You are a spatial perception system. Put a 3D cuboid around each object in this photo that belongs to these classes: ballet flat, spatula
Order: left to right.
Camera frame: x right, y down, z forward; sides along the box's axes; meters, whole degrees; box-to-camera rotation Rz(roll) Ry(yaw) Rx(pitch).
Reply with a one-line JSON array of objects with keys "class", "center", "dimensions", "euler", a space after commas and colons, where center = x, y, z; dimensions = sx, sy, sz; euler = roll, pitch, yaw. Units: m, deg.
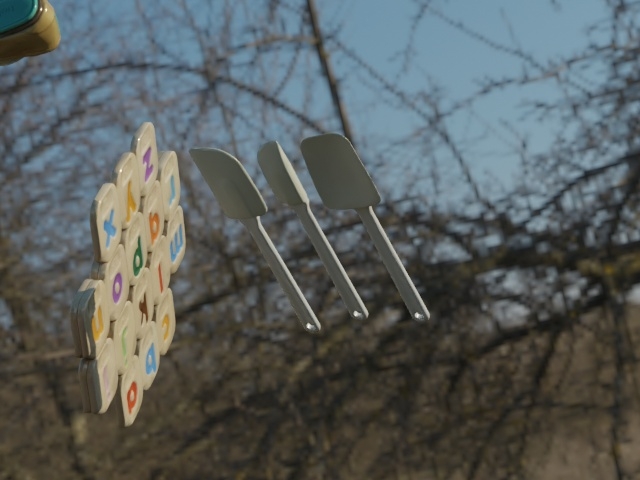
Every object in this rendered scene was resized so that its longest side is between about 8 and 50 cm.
[{"class": "ballet flat", "center": [-0.382, -0.198, 1.483], "dimensions": [0.232, 0.080, 0.073], "euler": [-11, -30, 11]}, {"class": "spatula", "center": [0.000, 0.000, 1.288], "dimensions": [0.168, 0.242, 0.019], "euler": [-7, 40, 28]}]

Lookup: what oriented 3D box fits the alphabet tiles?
[{"class": "alphabet tiles", "center": [-0.191, 0.036, 1.427], "dimensions": [0.021, 0.278, 0.284], "euler": [6, 37, 11]}]
